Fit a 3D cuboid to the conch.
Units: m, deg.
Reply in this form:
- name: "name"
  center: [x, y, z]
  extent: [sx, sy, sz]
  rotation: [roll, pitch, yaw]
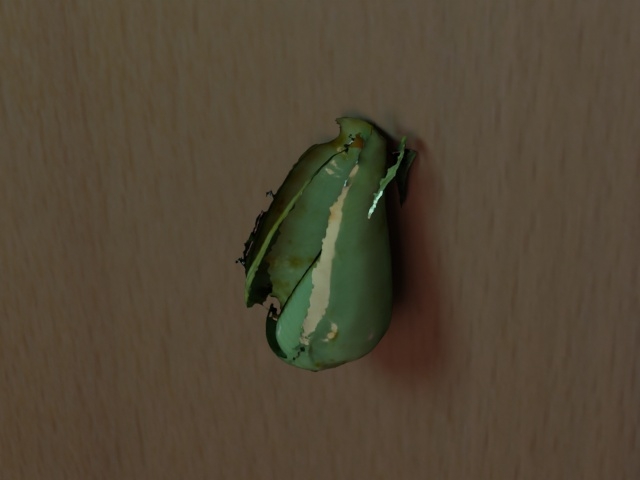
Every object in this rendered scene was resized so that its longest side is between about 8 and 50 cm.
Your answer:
- name: "conch"
  center: [0.000, 0.000, 1.185]
  extent: [0.105, 0.079, 0.170]
  rotation: [19, 113, 19]
